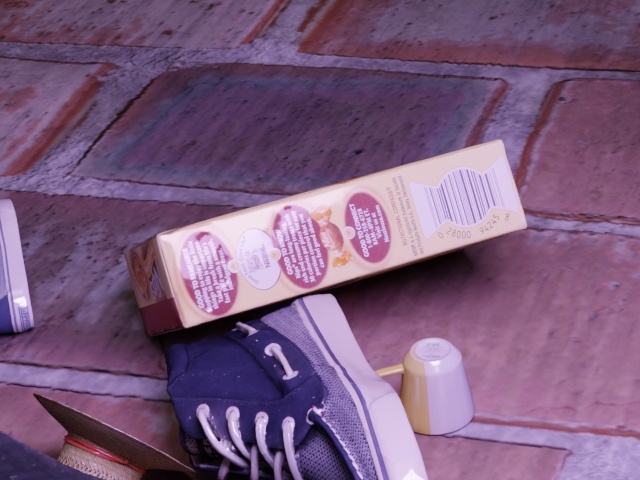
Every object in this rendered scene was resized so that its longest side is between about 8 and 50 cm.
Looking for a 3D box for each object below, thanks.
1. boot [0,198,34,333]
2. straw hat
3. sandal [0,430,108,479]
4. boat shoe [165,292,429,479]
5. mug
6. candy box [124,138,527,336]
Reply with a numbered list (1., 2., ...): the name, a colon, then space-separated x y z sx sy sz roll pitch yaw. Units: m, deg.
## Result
1. boot: -0.323 0.024 1.676 0.086 0.069 0.190 -9 32 -10
2. straw hat: -0.171 0.176 1.378 0.144 0.144 0.061 18 77 36
3. sandal: -0.216 0.235 1.287 0.445 0.107 0.167 17 35 14
4. boat shoe: -0.021 0.159 1.354 0.158 0.127 0.340 -17 23 -8
5. mug: 0.086 0.117 1.441 0.078 0.064 0.062 -26 36 -28
6. candy box: 0.000 0.000 1.562 0.316 0.088 0.183 -15 -2 -16
